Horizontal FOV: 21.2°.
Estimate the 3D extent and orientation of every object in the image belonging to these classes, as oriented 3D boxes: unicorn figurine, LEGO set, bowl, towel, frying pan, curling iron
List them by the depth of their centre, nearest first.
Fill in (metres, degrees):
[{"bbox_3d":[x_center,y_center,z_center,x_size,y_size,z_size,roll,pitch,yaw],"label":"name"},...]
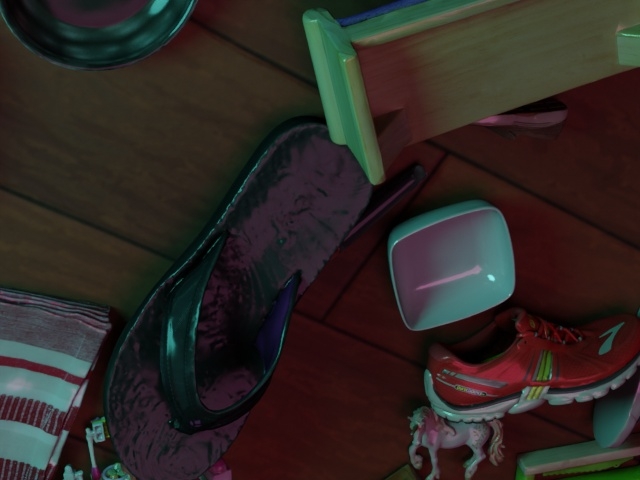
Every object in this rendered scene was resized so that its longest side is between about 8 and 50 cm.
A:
[{"bbox_3d":[-0.265,-0.271,1.584,0.326,0.053,0.197,17,115,-26],"label":"frying pan"},{"bbox_3d":[-0.383,0.191,1.852,0.237,0.037,0.329,11,117,-24],"label":"towel"},{"bbox_3d":[0.000,0.000,1.861,0.274,0.035,0.068,-31,125,2],"label":"curling iron"},{"bbox_3d":[-0.244,0.273,1.894,0.287,0.132,0.107,-24,124,-31],"label":"LEGO set"},{"bbox_3d":[0.142,0.020,1.913,0.142,0.053,0.142,-18,126,-7],"label":"bowl"},{"bbox_3d":[0.151,0.241,2.064,0.162,0.060,0.111,-13,126,-31],"label":"unicorn figurine"}]

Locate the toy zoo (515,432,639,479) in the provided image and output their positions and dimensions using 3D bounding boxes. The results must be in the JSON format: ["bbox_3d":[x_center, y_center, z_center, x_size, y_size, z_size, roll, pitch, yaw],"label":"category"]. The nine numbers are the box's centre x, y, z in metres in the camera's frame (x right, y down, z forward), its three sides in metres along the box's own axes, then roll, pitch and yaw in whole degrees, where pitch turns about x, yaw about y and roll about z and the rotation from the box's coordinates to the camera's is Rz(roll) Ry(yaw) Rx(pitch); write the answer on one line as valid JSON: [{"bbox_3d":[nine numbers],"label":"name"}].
[{"bbox_3d":[0.337,0.385,2.231,0.192,0.030,0.293,-7,123,-15],"label":"toy zoo"}]

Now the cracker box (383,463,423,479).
[{"bbox_3d":[0.114,0.403,2.143,0.156,0.067,0.232,-36,127,6],"label":"cracker box"}]

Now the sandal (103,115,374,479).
[{"bbox_3d":[-0.094,0.075,1.792,0.167,0.107,0.445,24,103,-20],"label":"sandal"}]

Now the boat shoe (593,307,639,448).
[{"bbox_3d":[0.402,0.163,2.081,0.070,0.078,0.219,11,116,-24],"label":"boat shoe"}]

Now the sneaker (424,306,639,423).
[{"bbox_3d":[0.255,0.129,1.996,0.279,0.107,0.118,-16,116,-12],"label":"sneaker"}]

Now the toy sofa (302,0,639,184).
[{"bbox_3d":[0.171,-0.208,1.699,0.363,0.177,0.150,-19,126,-6],"label":"toy sofa"}]

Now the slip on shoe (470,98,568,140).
[{"bbox_3d":[0.202,-0.128,1.842,0.135,0.051,0.041,-5,121,-26],"label":"slip on shoe"}]
